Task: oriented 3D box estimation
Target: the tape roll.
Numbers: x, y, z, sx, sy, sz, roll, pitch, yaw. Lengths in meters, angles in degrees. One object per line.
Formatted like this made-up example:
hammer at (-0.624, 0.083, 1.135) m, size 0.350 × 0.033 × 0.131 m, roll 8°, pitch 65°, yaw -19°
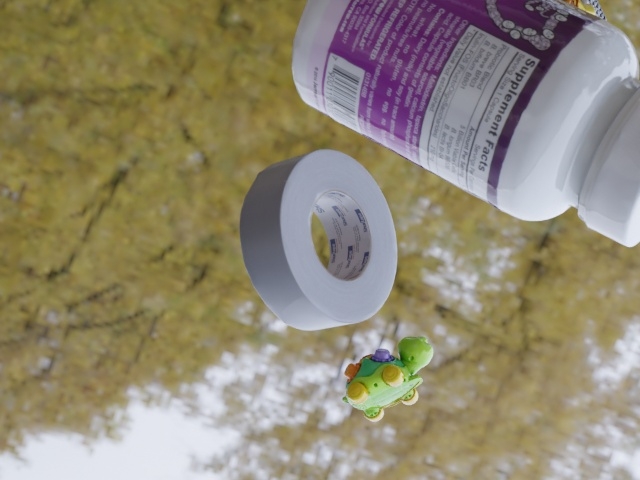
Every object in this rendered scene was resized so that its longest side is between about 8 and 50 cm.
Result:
tape roll at (0.000, 0.000, 1.978) m, size 0.072 × 0.219 × 0.219 m, roll -14°, pitch -121°, yaw 41°

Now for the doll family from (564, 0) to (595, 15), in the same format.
doll family at (0.188, -0.257, 1.672) m, size 0.163 × 0.262 × 0.118 m, roll -85°, pitch 177°, yaw -57°

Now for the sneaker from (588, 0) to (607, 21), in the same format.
sneaker at (0.312, -0.325, 2.071) m, size 0.082 × 0.069 × 0.209 m, roll -17°, pitch -82°, yaw 28°

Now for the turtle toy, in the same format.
turtle toy at (0.083, 0.167, 1.975) m, size 0.130 × 0.095 × 0.066 m, roll -27°, pitch -120°, yaw 5°

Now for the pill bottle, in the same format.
pill bottle at (0.141, -0.119, 1.247) m, size 0.301 × 0.169 × 0.169 m, roll 30°, pitch -81°, yaw 20°
